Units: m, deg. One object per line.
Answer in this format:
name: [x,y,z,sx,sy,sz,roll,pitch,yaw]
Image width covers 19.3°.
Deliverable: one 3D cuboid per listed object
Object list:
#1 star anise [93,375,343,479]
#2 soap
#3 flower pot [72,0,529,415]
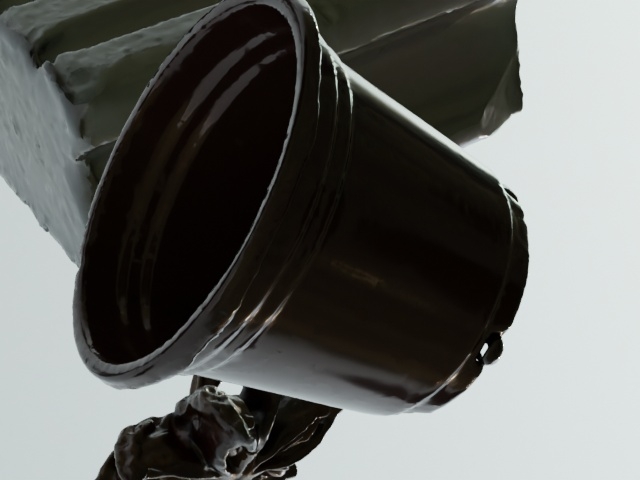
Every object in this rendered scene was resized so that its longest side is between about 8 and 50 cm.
star anise: [-0.028,0.083,0.903,0.190,0.097,0.070,-13,-122,-44]
soap: [-0.075,-0.176,1.613,0.435,0.350,0.213,-24,-50,-24]
flower pot: [0.000,0.000,0.499,0.089,0.111,0.111,24,-123,-27]
